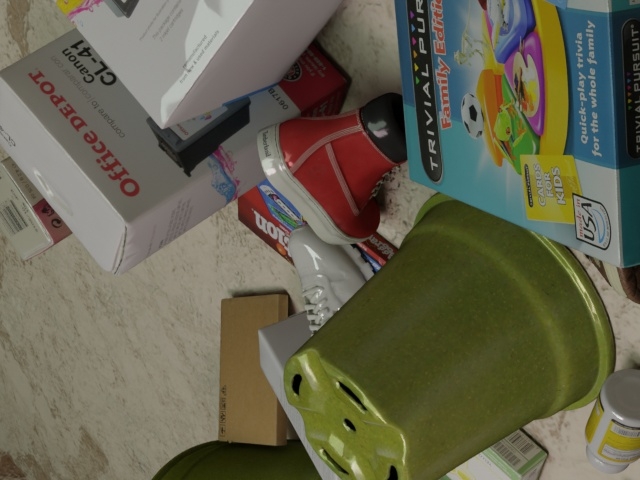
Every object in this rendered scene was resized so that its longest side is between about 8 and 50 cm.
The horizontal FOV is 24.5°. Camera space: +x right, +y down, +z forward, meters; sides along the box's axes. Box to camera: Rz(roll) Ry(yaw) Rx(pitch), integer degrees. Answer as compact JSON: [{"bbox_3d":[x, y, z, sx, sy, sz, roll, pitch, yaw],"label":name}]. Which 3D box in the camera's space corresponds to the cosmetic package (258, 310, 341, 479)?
[{"bbox_3d":[0.021,0.194,1.800,0.085,0.117,0.231,89,156,-47],"label":"cosmetic package"}]

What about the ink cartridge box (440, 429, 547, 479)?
[{"bbox_3d":[0.175,0.273,1.780,0.171,0.056,0.235,41,148,24],"label":"ink cartridge box"}]

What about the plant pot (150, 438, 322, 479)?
[{"bbox_3d":[-0.017,0.418,1.970,0.353,0.366,0.366,-25,99,51],"label":"plant pot"}]

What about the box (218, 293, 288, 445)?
[{"bbox_3d":[-0.092,0.176,2.007,0.164,0.021,0.201,-8,79,58],"label":"box"}]

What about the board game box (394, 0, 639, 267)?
[{"bbox_3d":[0.165,-0.143,1.158,0.336,0.079,0.254,-151,52,-63],"label":"board game box"}]

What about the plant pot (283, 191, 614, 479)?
[{"bbox_3d":[0.112,0.125,1.501,0.276,0.254,0.276,37,147,29],"label":"plant pot"}]

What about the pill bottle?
[{"bbox_3d":[0.300,0.184,1.474,0.065,0.065,0.116,42,149,24],"label":"pill bottle"}]

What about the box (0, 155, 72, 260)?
[{"bbox_3d":[-0.315,-0.092,1.949,0.127,0.232,0.148,58,152,-6],"label":"box"}]

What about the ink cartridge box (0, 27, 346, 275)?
[{"bbox_3d":[-0.161,-0.142,1.576,0.226,0.306,0.131,48,152,12],"label":"ink cartridge box"}]

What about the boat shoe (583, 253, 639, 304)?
[{"bbox_3d":[0.243,-0.069,1.262,0.095,0.095,0.257,41,147,57],"label":"boat shoe"}]

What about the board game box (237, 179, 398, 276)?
[{"bbox_3d":[0.000,0.000,1.782,0.281,0.027,0.145,39,150,28],"label":"board game box"}]

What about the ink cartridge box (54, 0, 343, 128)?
[{"bbox_3d":[-0.133,-0.289,1.432,0.270,0.198,0.197,50,129,10],"label":"ink cartridge box"}]

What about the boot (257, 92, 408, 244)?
[{"bbox_3d":[0.062,-0.073,1.547,0.244,0.176,0.088,41,-144,-61],"label":"boot"}]

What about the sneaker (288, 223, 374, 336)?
[{"bbox_3d":[0.025,0.090,1.714,0.235,0.095,0.090,58,153,-4],"label":"sneaker"}]
